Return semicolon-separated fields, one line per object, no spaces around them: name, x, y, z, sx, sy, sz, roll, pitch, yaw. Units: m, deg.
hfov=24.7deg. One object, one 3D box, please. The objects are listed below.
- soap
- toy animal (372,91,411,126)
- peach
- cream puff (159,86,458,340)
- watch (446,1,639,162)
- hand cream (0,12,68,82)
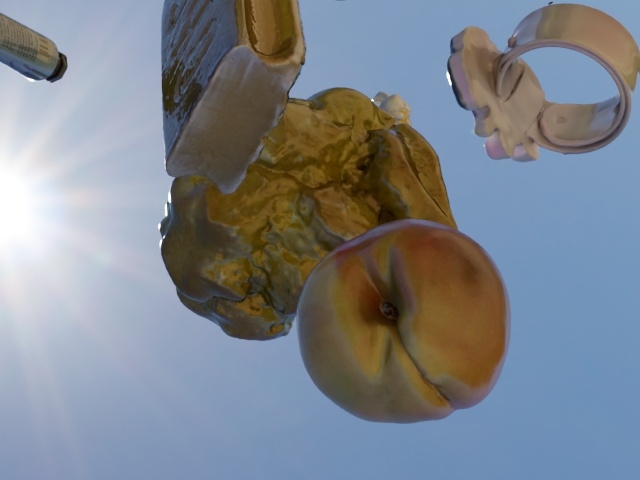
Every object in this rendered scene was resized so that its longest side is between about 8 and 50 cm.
soap;-0.090;-0.194;1.423;0.089;0.173;0.274;19;-144;-22
toy animal;0.110;-0.189;2.324;0.071;0.085;0.124;54;-133;-16
peach;0.072;0.067;1.211;0.184;0.184;0.184;36;-143;-33
cream puff;-0.001;0.001;1.646;0.324;0.291;0.257;-17;-133;-43
watch;0.325;-0.230;2.093;0.244;0.231;0.196;53;-137;-27
hand cream;-0.407;-0.258;1.785;0.271;0.058;0.091;27;-147;-60
